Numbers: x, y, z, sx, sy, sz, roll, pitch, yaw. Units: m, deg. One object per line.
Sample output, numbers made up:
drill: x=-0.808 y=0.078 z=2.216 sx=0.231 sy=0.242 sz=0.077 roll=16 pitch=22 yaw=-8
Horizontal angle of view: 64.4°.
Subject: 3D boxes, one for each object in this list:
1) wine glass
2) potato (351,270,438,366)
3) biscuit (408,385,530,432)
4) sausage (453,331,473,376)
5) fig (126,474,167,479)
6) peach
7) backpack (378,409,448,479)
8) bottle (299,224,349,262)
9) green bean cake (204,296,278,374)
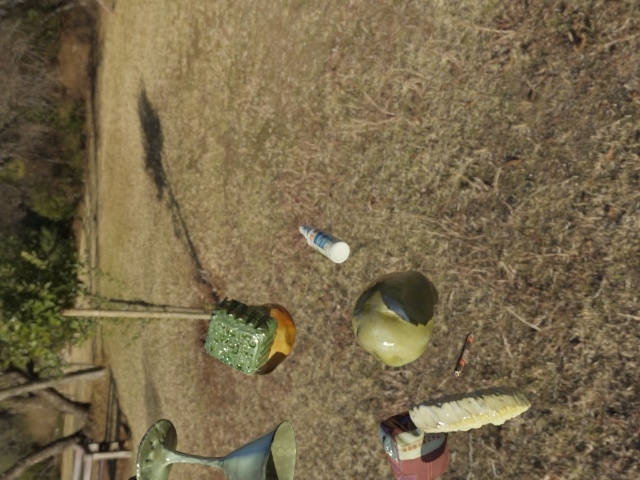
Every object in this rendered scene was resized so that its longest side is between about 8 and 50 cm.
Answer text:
wine glass: x=-0.295 y=0.636 z=1.456 sx=0.267 sy=0.405 sz=0.268 roll=-1 pitch=-90 yaw=-74
potato: x=0.226 y=0.230 z=1.562 sx=0.221 sy=0.242 sz=0.327 roll=66 pitch=-146 yaw=-36
biscuit: x=0.350 y=0.371 z=1.121 sx=0.179 sy=0.280 sz=0.084 roll=-41 pitch=54 yaw=56
sausage: x=0.452 y=0.356 z=1.603 sx=0.025 sy=0.028 sz=0.198 roll=-20 pitch=22 yaw=41
fig: x=-0.549 y=0.938 z=1.682 sx=0.320 sy=0.216 sz=0.217 roll=40 pitch=124 yaw=33
peach: x=-0.192 y=0.330 z=1.703 sx=0.214 sy=0.214 sz=0.236 roll=129 pitch=152 yaw=-52
backpack: x=0.379 y=0.811 z=1.995 sx=0.197 sy=0.283 sz=0.318 roll=-135 pitch=31 yaw=-66
bottle: x=0.000 y=0.000 z=1.362 sx=0.217 sy=0.060 sz=0.060 roll=30 pitch=113 yaw=57
green bean cake: x=-0.225 y=0.270 z=1.417 sx=0.094 sy=0.181 sz=0.173 roll=-50 pitch=-17 yaw=-57
